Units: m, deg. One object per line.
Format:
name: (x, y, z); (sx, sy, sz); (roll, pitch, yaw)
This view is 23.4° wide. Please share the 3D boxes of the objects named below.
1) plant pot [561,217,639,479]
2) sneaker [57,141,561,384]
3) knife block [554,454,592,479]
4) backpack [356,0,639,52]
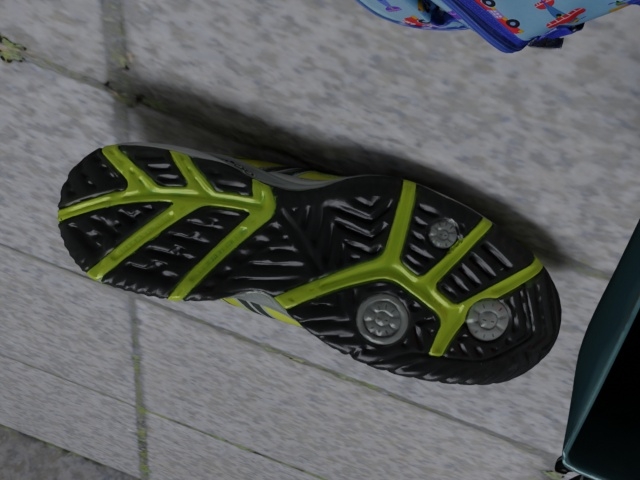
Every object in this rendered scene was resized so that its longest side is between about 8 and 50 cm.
plant pot: (0.237, 0.031, 0.833); (0.165, 0.166, 0.234); (21, -159, 1)
sneaker: (0.000, 0.000, 1.184); (0.384, 0.145, 0.147); (19, -170, 1)
knife block: (0.294, 0.126, 1.255); (0.088, 0.242, 0.276); (24, 114, -10)
backpack: (0.060, -0.155, 0.681); (0.173, 0.117, 0.158); (-15, 141, 40)
